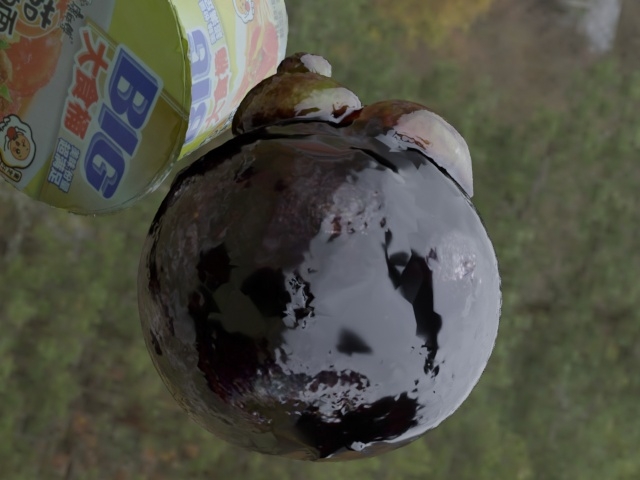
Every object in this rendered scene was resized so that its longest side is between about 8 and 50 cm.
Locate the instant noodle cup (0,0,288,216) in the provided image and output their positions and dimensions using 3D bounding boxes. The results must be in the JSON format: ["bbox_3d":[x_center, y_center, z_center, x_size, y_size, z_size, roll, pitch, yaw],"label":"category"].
[{"bbox_3d":[-0.123,-0.135,1.091,0.153,0.205,0.205,-31,134,-52],"label":"instant noodle cup"}]

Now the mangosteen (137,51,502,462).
[{"bbox_3d":[0.000,0.000,0.967,0.211,0.211,0.250,78,11,-60],"label":"mangosteen"}]
